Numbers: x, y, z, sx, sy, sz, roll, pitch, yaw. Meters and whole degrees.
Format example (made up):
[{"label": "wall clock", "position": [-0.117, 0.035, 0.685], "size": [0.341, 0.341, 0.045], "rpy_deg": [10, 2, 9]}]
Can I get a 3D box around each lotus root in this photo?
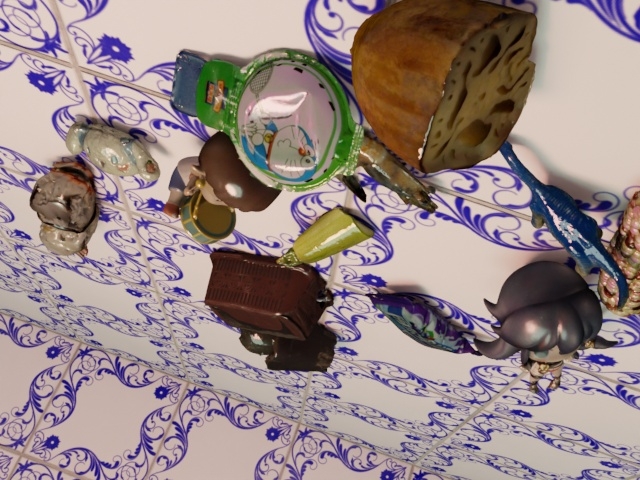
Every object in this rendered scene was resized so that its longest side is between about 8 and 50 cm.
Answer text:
[{"label": "lotus root", "position": [0.133, -0.197, 0.803], "size": [0.180, 0.199, 0.188], "rpy_deg": [40, 126, 34]}]

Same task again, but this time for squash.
[{"label": "squash", "position": [0.000, -0.003, 1.327], "size": [0.200, 0.075, 0.090], "rpy_deg": [-25, 151, 28]}]

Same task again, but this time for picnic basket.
[{"label": "picnic basket", "position": [-0.133, 0.137, 1.626], "size": [0.296, 0.129, 0.222], "rpy_deg": [7, 152, 28]}]

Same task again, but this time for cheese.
[{"label": "cheese", "position": [-0.085, -0.181, 0.999], "size": [0.320, 0.083, 0.204], "rpy_deg": [23, 118, 18]}]

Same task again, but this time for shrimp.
[{"label": "shrimp", "position": [0.085, -0.102, 1.111], "size": [0.217, 0.051, 0.150], "rpy_deg": [36, 155, -11]}]

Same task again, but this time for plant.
[{"label": "plant", "position": [-0.088, 0.266, 1.825], "size": [0.256, 0.142, 0.164], "rpy_deg": [18, 155, -1]}]

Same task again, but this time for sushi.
[{"label": "sushi", "position": [-0.571, -0.066, 1.565], "size": [0.124, 0.130, 0.332], "rpy_deg": [22, 153, -2]}]

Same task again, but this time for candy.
[{"label": "candy", "position": [0.225, 0.184, 1.523], "size": [0.275, 0.070, 0.145], "rpy_deg": [36, 159, -31]}]

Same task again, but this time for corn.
[{"label": "corn", "position": [0.466, 0.020, 1.016], "size": [0.092, 0.092, 0.280], "rpy_deg": [12, 149, 18]}]

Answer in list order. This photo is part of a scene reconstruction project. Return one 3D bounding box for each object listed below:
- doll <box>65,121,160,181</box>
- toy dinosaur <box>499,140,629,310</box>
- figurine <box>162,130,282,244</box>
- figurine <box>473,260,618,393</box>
[{"label": "doll", "position": [-0.391, -0.170, 1.305], "size": [0.214, 0.071, 0.104], "rpy_deg": [23, 140, 17]}, {"label": "toy dinosaur", "position": [0.338, -0.024, 0.958], "size": [0.075, 0.248, 0.188], "rpy_deg": [-37, 148, 14]}, {"label": "figurine", "position": [-0.140, -0.100, 1.147], "size": [0.275, 0.161, 0.158], "rpy_deg": [-23, 87, 48]}, {"label": "figurine", "position": [0.379, 0.147, 1.194], "size": [0.197, 0.175, 0.265], "rpy_deg": [52, 157, 19]}]
